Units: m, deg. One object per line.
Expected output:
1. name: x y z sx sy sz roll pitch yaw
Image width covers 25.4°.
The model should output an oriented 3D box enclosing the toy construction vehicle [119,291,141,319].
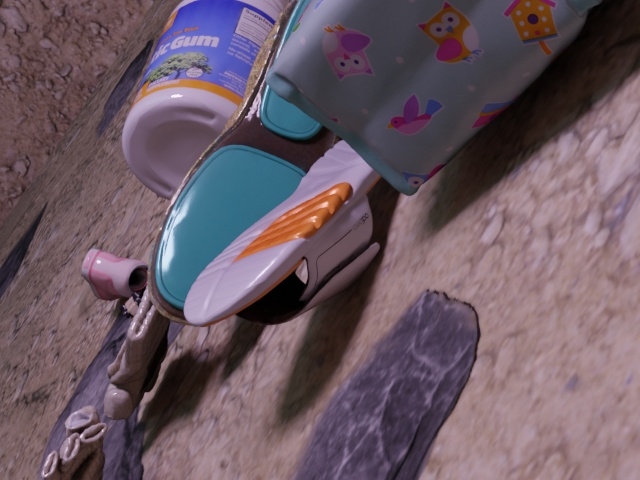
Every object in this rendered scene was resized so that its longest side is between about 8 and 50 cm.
1. toy construction vehicle: -0.171 0.056 1.515 0.086 0.035 0.098 -48 19 -4

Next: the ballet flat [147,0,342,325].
1. ballet flat: -0.043 -0.066 1.251 0.123 0.123 0.348 -20 42 64

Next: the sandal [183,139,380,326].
1. sandal: 0.008 -0.003 1.052 0.102 0.076 0.265 -16 22 46

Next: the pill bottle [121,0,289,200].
1. pill bottle: -0.109 -0.175 1.526 0.152 0.152 0.272 -45 22 39

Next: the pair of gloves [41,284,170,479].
1. pair of gloves: -0.190 0.152 1.251 0.204 0.042 0.240 104 -172 -69

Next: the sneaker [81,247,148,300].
1. sneaker: -0.233 0.049 1.683 0.134 0.070 0.051 69 -141 -74

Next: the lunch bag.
1. lunch bag: 0.107 -0.198 0.953 0.223 0.160 0.262 -45 10 46
